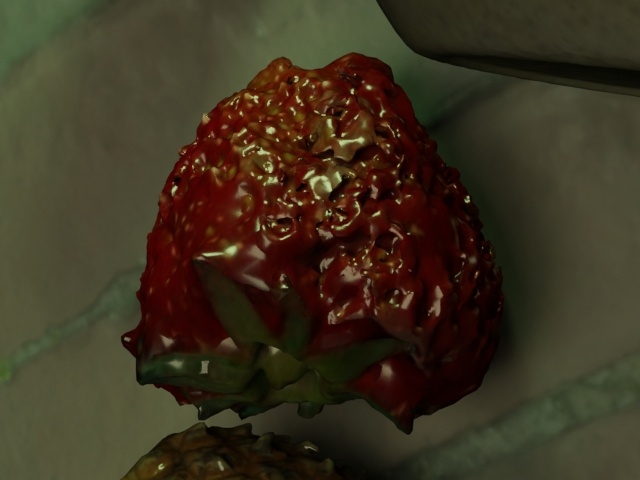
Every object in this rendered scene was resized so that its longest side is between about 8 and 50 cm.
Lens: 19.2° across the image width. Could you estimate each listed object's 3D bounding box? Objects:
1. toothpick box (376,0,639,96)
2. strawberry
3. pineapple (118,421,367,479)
[{"bbox_3d":[0.193,-0.258,0.677,0.409,0.409,0.425,11,94,31],"label":"toothpick box"},{"bbox_3d":[0.000,0.000,0.970,0.187,0.184,0.201,-22,55,49],"label":"strawberry"},{"bbox_3d":[0.060,0.199,0.948,0.365,0.165,0.165,14,101,28],"label":"pineapple"}]
